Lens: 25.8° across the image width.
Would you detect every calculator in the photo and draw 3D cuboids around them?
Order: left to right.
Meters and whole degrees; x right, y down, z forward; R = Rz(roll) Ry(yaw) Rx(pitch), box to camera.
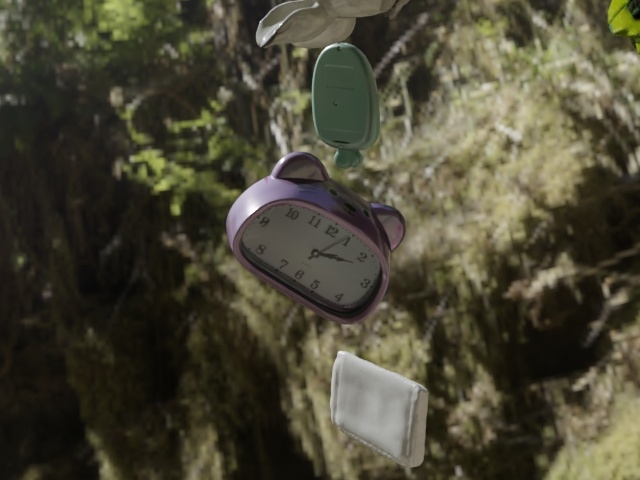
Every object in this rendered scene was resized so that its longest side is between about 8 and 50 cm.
[{"bbox_3d":[0.029,-0.158,1.658,0.095,0.153,0.021,11,20,37],"label":"calculator"}]

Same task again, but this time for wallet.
[{"bbox_3d":[0.080,0.228,1.900,0.032,0.124,0.183,-9,18,-36],"label":"wallet"}]

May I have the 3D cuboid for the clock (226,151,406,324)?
[{"bbox_3d":[0.000,0.000,1.214,0.153,0.050,0.110,32,-71,-16],"label":"clock"}]

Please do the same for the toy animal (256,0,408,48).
[{"bbox_3d":[0.045,-0.369,1.769,0.325,0.154,0.208,-59,-16,17],"label":"toy animal"}]

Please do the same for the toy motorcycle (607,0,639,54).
[{"bbox_3d":[0.341,-0.266,1.261,0.206,0.142,0.342,-2,-14,-2],"label":"toy motorcycle"}]
